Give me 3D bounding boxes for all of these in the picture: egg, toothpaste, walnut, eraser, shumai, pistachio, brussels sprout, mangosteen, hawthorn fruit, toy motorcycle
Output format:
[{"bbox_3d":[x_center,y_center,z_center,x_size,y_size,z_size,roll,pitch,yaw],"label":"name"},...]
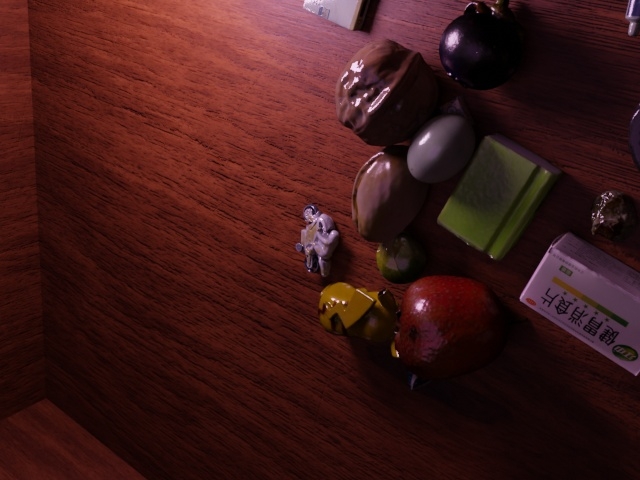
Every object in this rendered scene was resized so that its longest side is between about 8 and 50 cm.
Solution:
[{"bbox_3d":[0.303,-0.230,1.594,0.149,0.149,0.192,49,113,13],"label":"egg"},{"bbox_3d":[0.682,-0.562,1.306,0.069,0.047,0.269,25,117,43],"label":"toothpaste"},{"bbox_3d":[0.169,-0.379,1.638,0.273,0.227,0.274,8,105,32],"label":"walnut"},{"bbox_3d":[0.450,-0.109,1.610,0.210,0.092,0.274,36,123,22],"label":"eraser"},{"bbox_3d":[0.671,-0.049,1.465,0.098,0.087,0.124,-16,94,41],"label":"shumai"},{"bbox_3d":[0.191,-0.134,1.749,0.197,0.166,0.288,16,115,-13],"label":"pistachio"},{"bbox_3d":[0.231,0.051,1.813,0.155,0.117,0.155,-8,75,32],"label":"brussels sprout"},{"bbox_3d":[0.389,-0.469,1.483,0.194,0.194,0.231,36,98,22],"label":"mangosteen"},{"bbox_3d":[0.374,0.230,1.696,0.368,0.285,0.285,-9,103,-1],"label":"hawthorn fruit"},{"bbox_3d":[0.000,0.000,1.998,0.151,0.074,0.229,6,100,41],"label":"toy motorcycle"}]

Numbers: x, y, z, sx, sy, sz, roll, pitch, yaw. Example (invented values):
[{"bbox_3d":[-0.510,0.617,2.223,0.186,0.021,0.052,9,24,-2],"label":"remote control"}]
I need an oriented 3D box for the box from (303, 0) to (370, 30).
[{"bbox_3d":[0.063,-0.732,1.710,0.210,0.045,0.270,32,123,25],"label":"box"}]

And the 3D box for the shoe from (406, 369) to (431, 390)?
[{"bbox_3d":[0.289,0.357,1.907,0.106,0.091,0.207,26,127,53],"label":"shoe"}]

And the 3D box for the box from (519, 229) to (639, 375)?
[{"bbox_3d":[0.670,0.145,1.498,0.332,0.145,0.173,35,126,22],"label":"box"}]

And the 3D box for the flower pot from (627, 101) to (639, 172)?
[{"bbox_3d":[0.761,-0.222,1.220,0.266,0.267,0.267,15,115,33],"label":"flower pot"}]

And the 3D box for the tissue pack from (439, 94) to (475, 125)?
[{"bbox_3d":[0.355,-0.325,1.639,0.063,0.035,0.083,-26,89,40],"label":"tissue pack"}]

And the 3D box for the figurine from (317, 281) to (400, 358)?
[{"bbox_3d":[0.129,0.217,1.913,0.326,0.169,0.218,4,113,37],"label":"figurine"}]
